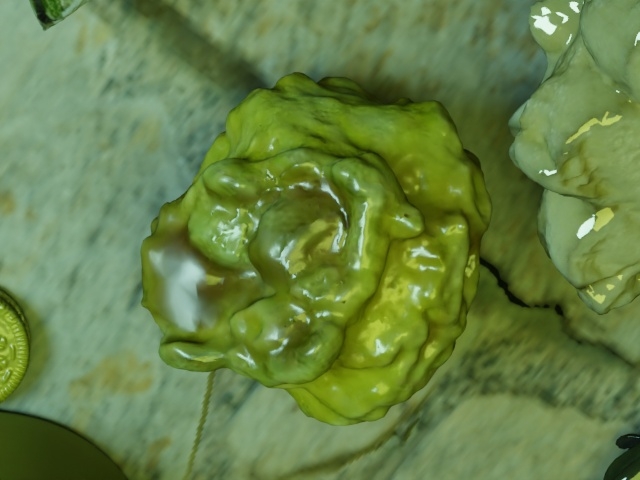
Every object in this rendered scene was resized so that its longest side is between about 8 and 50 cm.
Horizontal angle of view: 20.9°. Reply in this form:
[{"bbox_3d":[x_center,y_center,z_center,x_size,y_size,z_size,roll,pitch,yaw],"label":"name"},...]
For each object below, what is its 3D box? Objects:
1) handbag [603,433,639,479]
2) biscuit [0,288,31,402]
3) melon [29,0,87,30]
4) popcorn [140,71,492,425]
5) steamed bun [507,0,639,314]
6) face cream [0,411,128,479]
[{"bbox_3d":[0.229,0.146,1.122,0.111,0.047,0.072,-43,105,7],"label":"handbag"},{"bbox_3d":[-0.214,0.064,1.032,0.084,0.023,0.084,-3,110,-9],"label":"biscuit"},{"bbox_3d":[-0.108,-0.216,0.917,0.139,0.093,0.202,-4,100,-7],"label":"melon"},{"bbox_3d":[-0.001,-0.001,0.961,0.155,0.197,0.197,25,106,-47],"label":"popcorn"},{"bbox_3d":[0.239,-0.097,0.975,0.292,0.137,0.295,16,122,-38],"label":"steamed bun"},{"bbox_3d":[-0.199,0.232,1.011,0.218,0.179,0.218,-3,110,-8],"label":"face cream"}]
